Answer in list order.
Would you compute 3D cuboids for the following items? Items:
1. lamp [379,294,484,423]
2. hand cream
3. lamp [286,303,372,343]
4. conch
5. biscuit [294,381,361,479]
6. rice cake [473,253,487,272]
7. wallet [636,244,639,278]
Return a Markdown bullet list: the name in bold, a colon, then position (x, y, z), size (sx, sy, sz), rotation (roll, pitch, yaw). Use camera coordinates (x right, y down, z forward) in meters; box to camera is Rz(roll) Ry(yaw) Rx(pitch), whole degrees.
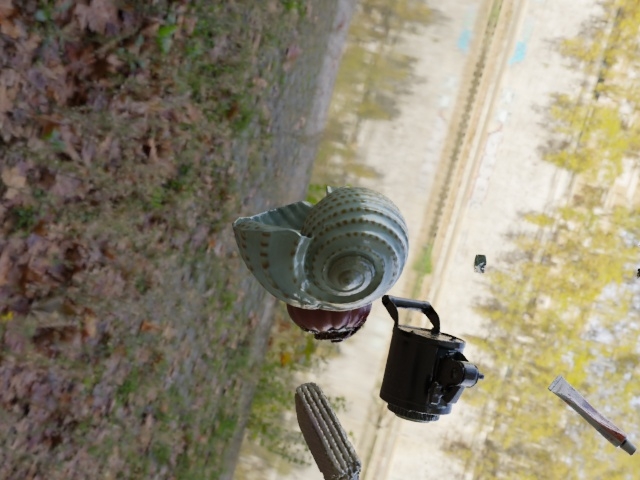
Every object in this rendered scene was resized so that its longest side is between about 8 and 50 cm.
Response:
- **lamp**: position (0.272, 0.358, 2.025), size (0.374, 0.205, 0.272), rotation (49, -59, 56)
- **hand cream**: position (0.591, 0.379, 1.590), size (0.038, 0.216, 0.052), rotation (-52, 163, 16)
- **lamp**: position (0.023, 0.166, 1.911), size (0.227, 0.227, 0.227), rotation (16, 90, -80)
- **conch**: position (0.002, 0.017, 1.314), size (0.319, 0.303, 0.215), rotation (-114, -164, -83)
- **biscuit**: position (0.013, 0.397, 1.449), size (0.239, 0.062, 0.108), rotation (-123, -155, -48)
- **rice cake**: position (0.385, 0.060, 1.774), size (0.180, 0.030, 0.042), rotation (34, 56, -76)
- **wallet**: position (0.739, 0.032, 1.270), size (0.223, 0.309, 0.077), rotation (-6, 97, -44)
